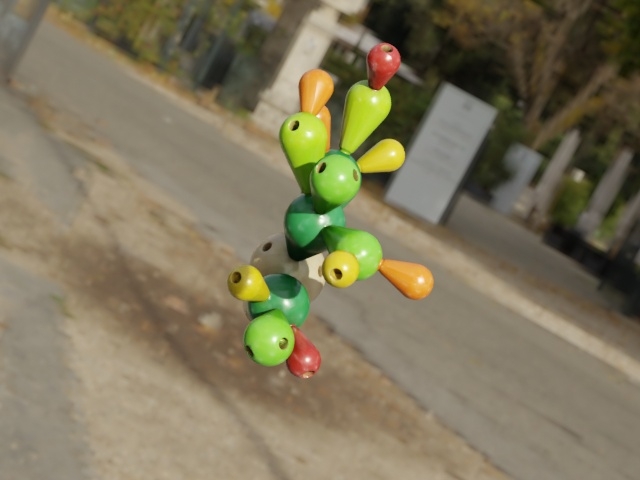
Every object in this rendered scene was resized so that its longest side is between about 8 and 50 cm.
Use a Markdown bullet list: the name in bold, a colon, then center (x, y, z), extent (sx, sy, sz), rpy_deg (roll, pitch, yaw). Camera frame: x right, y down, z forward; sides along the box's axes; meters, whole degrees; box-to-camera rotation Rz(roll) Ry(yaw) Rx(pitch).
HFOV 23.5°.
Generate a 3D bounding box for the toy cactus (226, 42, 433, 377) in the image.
- **toy cactus**: center (0.000, 0.000, 0.942), extent (0.112, 0.219, 0.180), rpy_deg (16, -33, -10)
